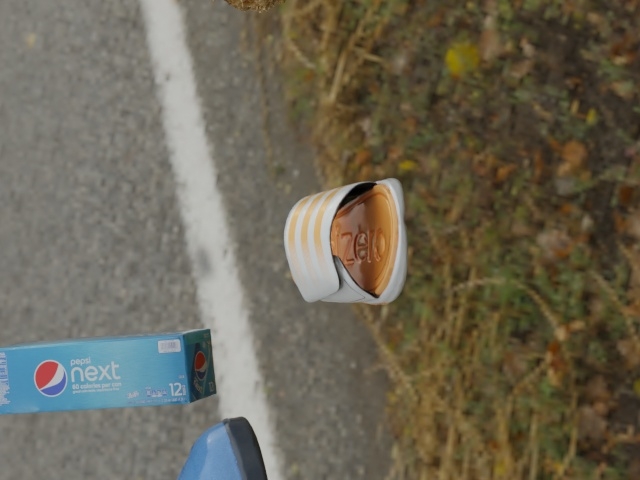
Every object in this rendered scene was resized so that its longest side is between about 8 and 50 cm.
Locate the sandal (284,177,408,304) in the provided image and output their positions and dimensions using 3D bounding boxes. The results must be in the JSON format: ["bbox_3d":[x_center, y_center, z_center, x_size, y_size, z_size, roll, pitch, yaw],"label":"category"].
[{"bbox_3d":[0.000,0.011,1.241,0.265,0.076,0.102,160,108,-68],"label":"sandal"}]

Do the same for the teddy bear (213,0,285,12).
[{"bbox_3d":[-0.079,-0.378,1.286,0.113,0.245,0.338,-22,60,27],"label":"teddy bear"}]

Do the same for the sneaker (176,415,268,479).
[{"bbox_3d":[-0.068,0.169,0.641,0.069,0.082,0.209,-111,27,-53],"label":"sneaker"}]

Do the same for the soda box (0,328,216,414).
[{"bbox_3d":[-0.212,0.127,1.388,0.210,0.071,0.067,-5,91,17],"label":"soda box"}]
